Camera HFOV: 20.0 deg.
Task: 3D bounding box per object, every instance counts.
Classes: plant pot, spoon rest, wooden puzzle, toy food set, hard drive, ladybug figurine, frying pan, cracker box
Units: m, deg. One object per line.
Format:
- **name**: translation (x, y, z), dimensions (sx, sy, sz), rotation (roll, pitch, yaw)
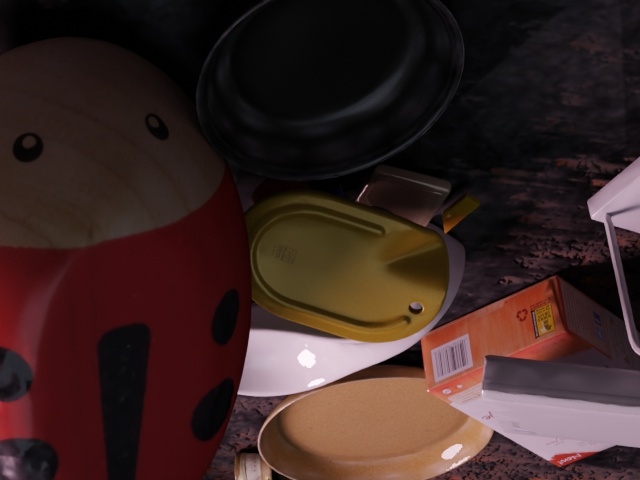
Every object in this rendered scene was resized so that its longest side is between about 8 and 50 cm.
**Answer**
- **plant pot**: translation (0.055, 0.183, 1.809), dimensions (0.236, 0.032, 0.236), rotation (-4, 146, -2)
- **spoon rest**: translation (0.005, 0.080, 1.600), dimensions (0.276, 0.084, 0.137), rotation (-29, 140, 30)
- **wooden puzzle**: translation (0.065, -0.033, 1.498), dimensions (0.116, 0.014, 0.078), rotation (17, 138, -20)
- **toy food set**: translation (0.000, 0.000, 1.483), dimensions (0.218, 0.071, 0.128), rotation (19, 123, -4)
- **hard drive**: translation (0.301, 0.148, 1.544), dimensions (0.308, 0.040, 0.203), rotation (5, 166, 13)
- **ladybug figurine**: translation (-0.177, 0.074, 1.353), dimensions (0.305, 0.162, 0.449), rotation (-16, 126, -25)
- **frying pan**: translation (0.010, -0.164, 1.256), dimensions (0.197, 0.053, 0.326), rotation (-8, 138, -12)
- **cracker box**: translation (0.226, 0.129, 1.721), dimensions (0.156, 0.067, 0.232), rotation (-27, 142, 30)

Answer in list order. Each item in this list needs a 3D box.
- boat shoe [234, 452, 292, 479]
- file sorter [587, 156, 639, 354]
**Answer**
- **boat shoe**: translation (-0.050, 0.263, 1.899), dimensions (0.045, 0.050, 0.135), rotation (-9, 147, 14)
- **file sorter**: translation (0.398, 0.018, 1.485), dimensions (0.278, 0.173, 0.193), rotation (15, 141, -28)
